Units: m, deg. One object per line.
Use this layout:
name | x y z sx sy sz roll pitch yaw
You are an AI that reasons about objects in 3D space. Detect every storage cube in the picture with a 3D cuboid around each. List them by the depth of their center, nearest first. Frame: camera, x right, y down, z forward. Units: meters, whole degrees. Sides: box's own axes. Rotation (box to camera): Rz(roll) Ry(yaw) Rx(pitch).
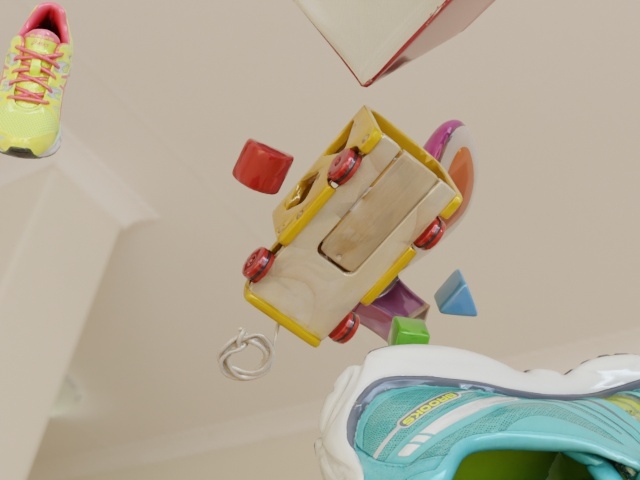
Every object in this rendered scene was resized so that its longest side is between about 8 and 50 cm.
storage cube | 0.072 -0.263 0.872 0.183 0.193 0.215 49 -52 2

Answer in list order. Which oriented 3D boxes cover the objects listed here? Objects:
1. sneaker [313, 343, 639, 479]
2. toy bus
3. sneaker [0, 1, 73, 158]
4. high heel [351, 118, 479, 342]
sneaker | 0.133 0.118 0.544 0.275 0.110 0.107 4 -75 -21
toy bus | 0.012 -0.006 0.895 0.202 0.104 0.191 -6 -66 -4
sneaker | -0.300 -0.171 1.196 0.081 0.208 0.094 9 -44 -14
high heel | 0.081 -0.028 1.496 0.181 0.127 0.377 38 -47 26
